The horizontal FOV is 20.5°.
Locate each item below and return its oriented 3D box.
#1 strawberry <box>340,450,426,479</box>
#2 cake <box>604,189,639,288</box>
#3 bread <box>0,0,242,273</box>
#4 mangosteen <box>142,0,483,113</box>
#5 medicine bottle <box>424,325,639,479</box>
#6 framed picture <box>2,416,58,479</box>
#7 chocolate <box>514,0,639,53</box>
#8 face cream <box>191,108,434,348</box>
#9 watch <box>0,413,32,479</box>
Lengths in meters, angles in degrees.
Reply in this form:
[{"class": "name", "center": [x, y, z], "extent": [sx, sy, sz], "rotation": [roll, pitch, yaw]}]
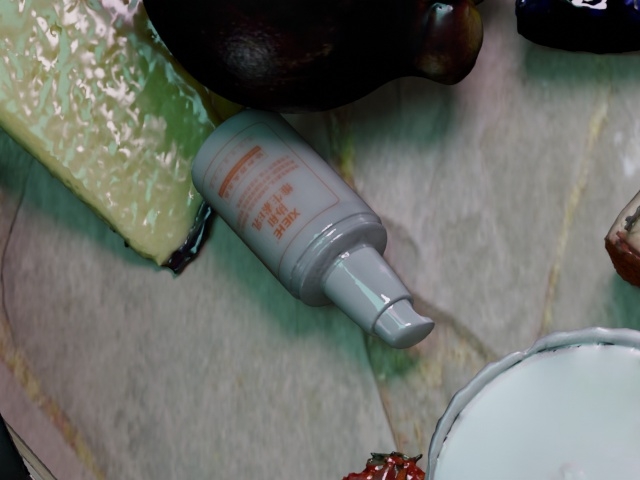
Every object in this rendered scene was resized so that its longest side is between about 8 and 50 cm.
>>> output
[{"class": "strawberry", "center": [0.038, 0.234, 1.420], "extent": [0.104, 0.048, 0.152], "rotation": [22, 79, 31]}, {"class": "cake", "center": [0.347, 0.023, 1.359], "extent": [0.262, 0.159, 0.158], "rotation": [42, 92, -6]}, {"class": "bread", "center": [-0.197, -0.220, 1.691], "extent": [0.405, 0.242, 0.345], "rotation": [38, 85, -4]}, {"class": "mangosteen", "center": [0.000, -0.232, 1.468], "extent": [0.313, 0.297, 0.297], "rotation": [40, 91, 3]}, {"class": "medicine bottle", "center": [0.220, 0.204, 1.162], "extent": [0.214, 0.379, 0.213], "rotation": [-8, 69, 21]}, {"class": "framed picture", "center": [-0.399, 0.256, 1.616], "extent": [0.293, 0.018, 0.231], "rotation": [-49, 61, 1]}, {"class": "chocolate", "center": [0.265, -0.314, 1.480], "extent": [0.148, 0.126, 0.343], "rotation": [21, 76, -12]}, {"class": "face cream", "center": [0.000, 0.000, 1.486], "extent": [0.101, 0.101, 0.251], "rotation": [-45, 61, 4]}, {"class": "watch", "center": [-0.371, 0.087, 1.426], "extent": [0.314, 0.335, 0.327], "rotation": [-27, 84, -12]}]
